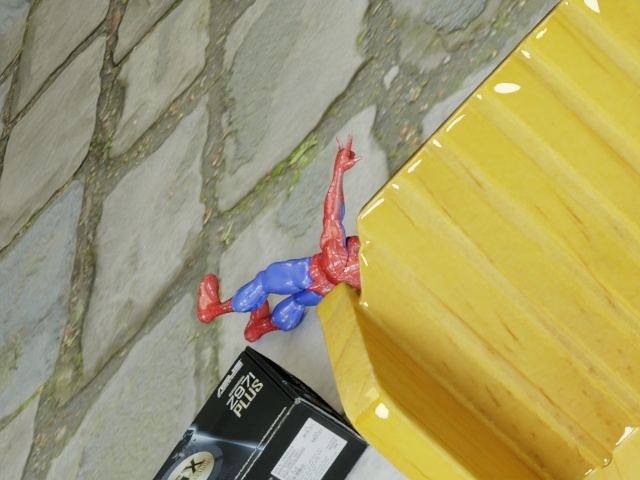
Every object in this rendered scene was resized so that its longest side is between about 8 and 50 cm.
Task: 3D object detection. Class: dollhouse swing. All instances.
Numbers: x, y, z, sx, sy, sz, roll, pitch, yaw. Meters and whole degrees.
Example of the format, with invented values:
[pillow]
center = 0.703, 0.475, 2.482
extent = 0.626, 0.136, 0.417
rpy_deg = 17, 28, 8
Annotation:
[dollhouse swing]
center = 0.187, 0.055, 0.914
extent = 0.347, 0.315, 0.305
rpy_deg = -46, 5, 18

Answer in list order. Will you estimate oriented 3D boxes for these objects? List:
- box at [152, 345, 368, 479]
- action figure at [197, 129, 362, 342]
[box]
center = -0.062, 0.196, 1.427
extent = 0.180, 0.077, 0.147
rpy_deg = -55, 23, 1
[action figure]
center = 0.000, 0.000, 1.542
extent = 0.280, 0.091, 0.139
rpy_deg = -17, 56, 55
